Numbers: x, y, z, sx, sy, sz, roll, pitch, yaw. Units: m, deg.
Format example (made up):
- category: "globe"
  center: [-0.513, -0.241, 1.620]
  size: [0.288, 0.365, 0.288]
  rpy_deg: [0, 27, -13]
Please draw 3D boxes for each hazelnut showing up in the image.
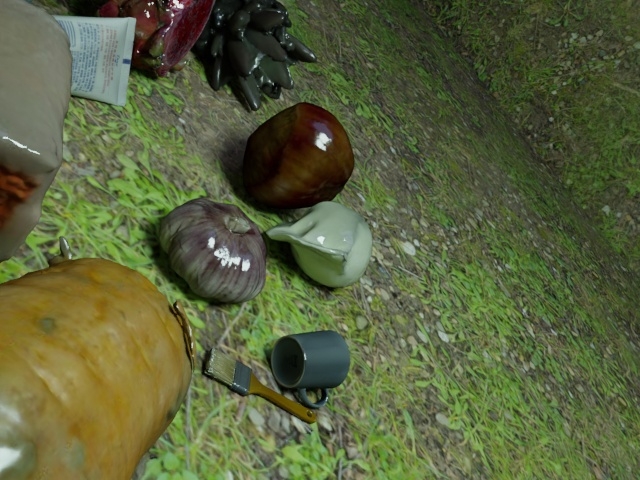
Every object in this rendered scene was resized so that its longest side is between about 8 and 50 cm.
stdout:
- category: "hazelnut"
  center: [-0.034, -0.129, 1.160]
  size: [0.178, 0.204, 0.178]
  rpy_deg: [20, 52, -27]

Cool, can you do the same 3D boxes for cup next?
- category: "cup"
  center: [-0.014, 0.168, 0.940]
  size: [0.077, 0.078, 0.100]
  rpy_deg: [5, 78, -44]

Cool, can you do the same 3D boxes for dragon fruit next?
- category: "dragon fruit"
  center: [-0.264, -0.365, 1.186]
  size: [0.147, 0.211, 0.282]
  rpy_deg: [38, 54, -14]

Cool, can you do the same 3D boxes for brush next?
- category: "brush"
  center: [-0.071, 0.186, 0.893]
  size: [0.170, 0.014, 0.043]
  rpy_deg: [34, 32, -21]

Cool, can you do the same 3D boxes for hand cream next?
- category: "hand cream"
  center: [-0.363, -0.263, 1.000]
  size: [0.083, 0.133, 0.248]
  rpy_deg: [25, 18, 33]

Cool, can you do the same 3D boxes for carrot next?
- category: "carrot"
  center: [-0.242, 0.150, 0.503]
  size: [0.224, 0.224, 0.341]
  rpy_deg: [43, 20, -4]

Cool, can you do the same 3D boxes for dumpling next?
- category: "dumpling"
  center: [0.001, -0.001, 1.147]
  size: [0.166, 0.126, 0.216]
  rpy_deg: [21, 35, 12]

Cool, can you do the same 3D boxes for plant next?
- category: "plant"
  center: [-0.144, -0.410, 1.395]
  size: [0.181, 0.194, 0.321]
  rpy_deg: [-1, 50, -49]

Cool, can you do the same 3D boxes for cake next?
- category: "cake"
  center: [-0.394, -0.118, 0.640]
  size: [0.308, 0.237, 0.230]
  rpy_deg: [24, 37, -38]

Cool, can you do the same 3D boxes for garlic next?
- category: "garlic"
  center: [-0.135, 0.007, 0.949]
  size: [0.159, 0.102, 0.147]
  rpy_deg: [51, 30, 12]

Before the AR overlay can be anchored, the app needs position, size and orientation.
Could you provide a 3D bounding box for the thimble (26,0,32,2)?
- category: "thimble"
  center: [-0.485, -0.430, 0.955]
  size: [0.172, 0.205, 0.250]
  rpy_deg: [-12, 67, -52]
